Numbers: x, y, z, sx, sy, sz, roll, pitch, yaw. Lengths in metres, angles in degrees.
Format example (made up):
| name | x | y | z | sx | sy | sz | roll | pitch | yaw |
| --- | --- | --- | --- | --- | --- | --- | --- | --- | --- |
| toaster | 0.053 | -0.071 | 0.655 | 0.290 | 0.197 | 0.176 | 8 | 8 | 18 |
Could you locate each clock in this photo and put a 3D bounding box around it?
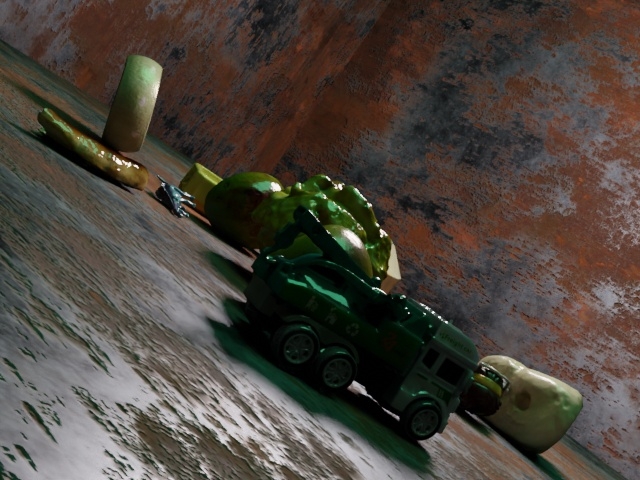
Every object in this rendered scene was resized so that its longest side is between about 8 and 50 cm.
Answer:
| name | x | y | z | sx | sy | sz | roll | pitch | yaw |
| --- | --- | --- | --- | --- | --- | --- | --- | --- | --- |
| clock | -0.288 | -0.119 | 2.239 | 0.143 | 0.096 | 0.202 | 37 | 3 | -15 |

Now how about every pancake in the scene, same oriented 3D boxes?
| name | x | y | z | sx | sy | sz | roll | pitch | yaw |
| --- | --- | --- | --- | --- | --- | --- | --- | --- | --- |
| pancake | -0.427 | -0.167 | 1.663 | 0.212 | 0.056 | 0.257 | 35 | 2 | -3 |

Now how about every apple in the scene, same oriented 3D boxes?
| name | x | y | z | sx | sy | sz | roll | pitch | yaw |
| --- | --- | --- | --- | --- | --- | --- | --- | --- | --- |
| apple | -0.010 | 0.065 | 1.340 | 0.196 | 0.196 | 0.156 | -127 | -163 | -83 |

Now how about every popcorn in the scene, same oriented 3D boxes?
| name | x | y | z | sx | sy | sz | roll | pitch | yaw |
| --- | --- | --- | --- | --- | --- | --- | --- | --- | --- |
| popcorn | -0.009 | 0.000 | 1.706 | 0.282 | 0.247 | 0.282 | 56 | -19 | 29 |

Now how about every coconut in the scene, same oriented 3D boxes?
| name | x | y | z | sx | sy | sz | roll | pitch | yaw |
| --- | --- | --- | --- | --- | --- | --- | --- | --- | --- |
| coconut | 0.128 | 0.082 | 2.511 | 0.202 | 0.222 | 0.202 | 39 | 6 | -5 |

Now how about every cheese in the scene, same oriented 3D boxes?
| name | x | y | z | sx | sy | sz | roll | pitch | yaw |
| --- | --- | --- | --- | --- | --- | --- | --- | --- | --- |
| cheese | 0.470 | 0.375 | 1.984 | 0.251 | 0.173 | 0.248 | 36 | -7 | -6 |

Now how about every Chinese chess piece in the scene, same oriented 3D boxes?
| name | x | y | z | sx | sy | sz | roll | pitch | yaw |
| --- | --- | --- | --- | --- | --- | --- | --- | --- | --- |
| Chinese chess piece | -0.481 | -0.348 | 2.224 | 0.101 | 0.250 | 0.250 | 17 | 7 | -16 |

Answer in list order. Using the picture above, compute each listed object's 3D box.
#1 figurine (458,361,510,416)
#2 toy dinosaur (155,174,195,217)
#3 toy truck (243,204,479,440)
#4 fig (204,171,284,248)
| name | x | y | z | sx | sy | sz | roll | pitch | yaw |
| --- | --- | --- | --- | --- | --- | --- | --- | --- | --- |
| figurine | 0.328 | 0.314 | 1.908 | 0.175 | 0.115 | 0.240 | 37 | -1 | -6 |
| toy dinosaur | -0.315 | -0.091 | 1.873 | 0.080 | 0.045 | 0.197 | 30 | 14 | -34 |
| toy truck | 0.051 | 0.121 | 1.183 | 0.363 | 0.178 | 0.176 | 37 | 1 | -25 |
| fig | -0.174 | -0.071 | 2.025 | 0.191 | 0.181 | 0.181 | 13 | -1 | 8 |
